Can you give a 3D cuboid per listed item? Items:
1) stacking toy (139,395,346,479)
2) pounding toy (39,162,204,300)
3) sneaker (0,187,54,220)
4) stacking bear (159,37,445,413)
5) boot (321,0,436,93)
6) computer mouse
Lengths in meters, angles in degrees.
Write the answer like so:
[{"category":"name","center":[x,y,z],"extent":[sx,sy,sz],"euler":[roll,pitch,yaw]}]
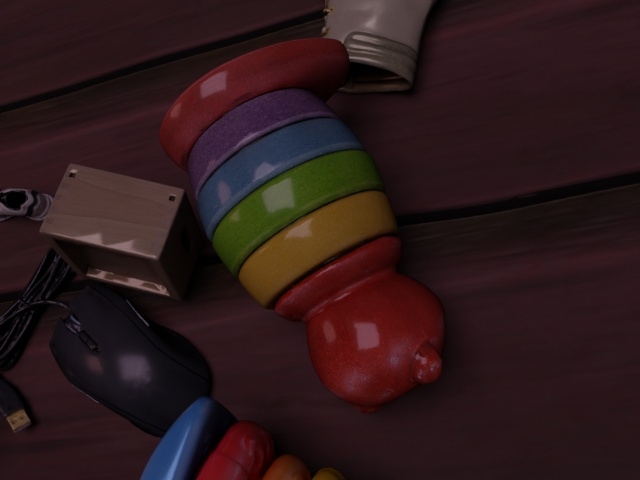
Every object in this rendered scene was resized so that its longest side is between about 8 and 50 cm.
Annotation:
[{"category":"stacking toy","center":[0.020,0.242,0.499],"extent":[0.302,0.166,0.175],"euler":[12,66,11]},{"category":"pounding toy","center":[-0.185,-0.013,0.654],"extent":[0.130,0.141,0.100],"euler":[13,67,6]},{"category":"sneaker","center":[-0.354,-0.045,0.765],"extent":[0.109,0.044,0.040],"euler":[0,76,21]},{"category":"stacking bear","center":[0.000,0.000,0.565],"extent":[0.175,0.164,0.289],"euler":[-42,73,39]},{"category":"boot","center":[0.013,-0.237,0.678],"extent":[0.213,0.077,0.165],"euler":[15,81,20]},{"category":"computer mouse","center":[-0.244,0.124,0.664],"extent":[0.262,0.060,0.184],"euler":[36,87,26]}]
